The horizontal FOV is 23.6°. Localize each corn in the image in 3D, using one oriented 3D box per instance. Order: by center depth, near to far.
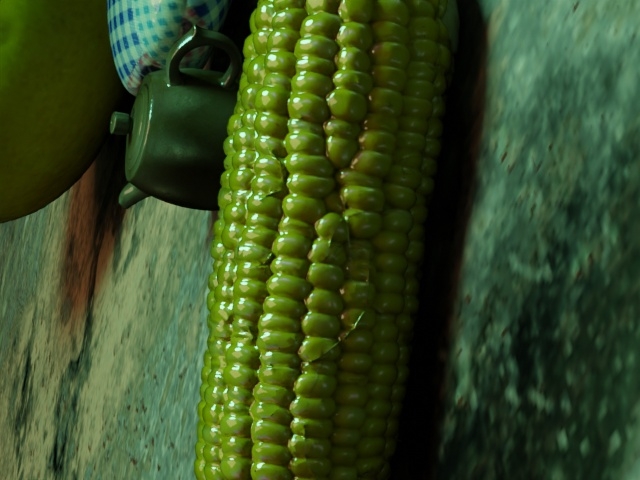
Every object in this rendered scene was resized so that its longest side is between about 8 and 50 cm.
[{"bbox_3d":[0.000,0.000,0.539,0.080,0.080,0.238,173,107,-72],"label":"corn"}]

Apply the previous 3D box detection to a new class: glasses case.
[{"bbox_3d":[-0.080,-0.239,0.913,0.125,0.076,0.327,133,144,-64],"label":"glasses case"}]

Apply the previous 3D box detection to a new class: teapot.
[{"bbox_3d":[-0.077,-0.063,0.822,0.076,0.068,0.121,-102,28,-50],"label":"teapot"}]

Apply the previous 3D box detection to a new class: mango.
[{"bbox_3d":[-0.225,-0.212,1.122,0.301,0.220,0.445,-94,24,-51],"label":"mango"}]
